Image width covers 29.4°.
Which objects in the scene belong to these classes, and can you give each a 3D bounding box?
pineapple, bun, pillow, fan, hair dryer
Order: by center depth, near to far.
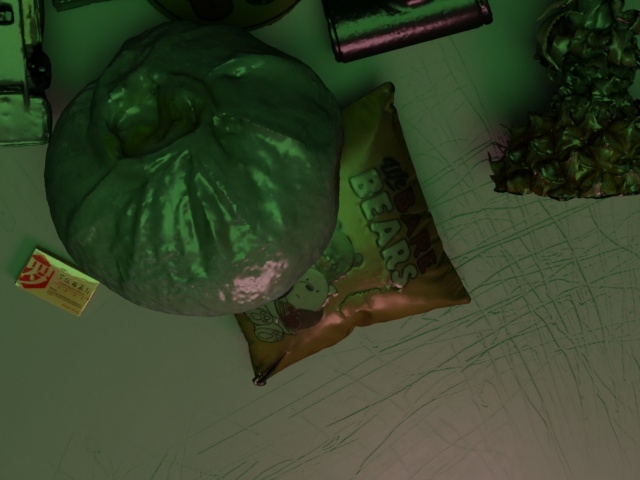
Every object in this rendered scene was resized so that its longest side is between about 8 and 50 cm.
[{"bbox_3d":[-0.141,-0.090,1.353,0.362,0.362,0.211,-17,152,-1],"label":"bun"},{"bbox_3d":[0.092,-0.310,1.385,0.197,0.089,0.251,-15,155,1],"label":"hair dryer"},{"bbox_3d":[-0.146,-0.302,1.391,0.335,0.011,0.229,-11,150,9],"label":"fan"},{"bbox_3d":[0.321,-0.197,1.459,0.262,0.262,0.271,-4,99,-5],"label":"pineapple"},{"bbox_3d":[0.000,0.000,1.527,0.312,0.119,0.310,-22,106,3],"label":"pillow"}]

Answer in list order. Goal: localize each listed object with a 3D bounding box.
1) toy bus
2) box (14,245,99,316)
[{"bbox_3d":[-0.363,-0.270,1.380,0.112,0.138,0.317,-1,109,-12],"label":"toy bus"},{"bbox_3d":[-0.336,0.053,1.561,0.093,0.015,0.058,29,103,-16],"label":"box"}]
